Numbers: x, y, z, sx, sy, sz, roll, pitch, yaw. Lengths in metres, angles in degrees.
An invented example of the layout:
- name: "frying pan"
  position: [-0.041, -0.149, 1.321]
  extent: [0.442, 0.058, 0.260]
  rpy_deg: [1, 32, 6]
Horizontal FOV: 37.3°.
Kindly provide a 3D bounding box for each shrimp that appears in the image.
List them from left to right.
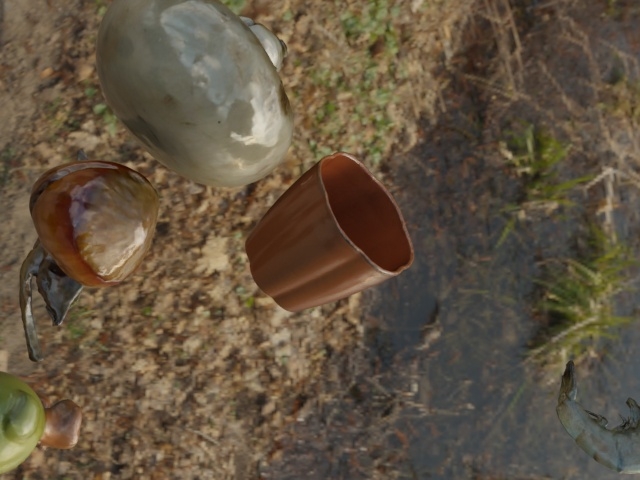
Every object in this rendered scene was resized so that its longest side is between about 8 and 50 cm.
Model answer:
- name: "shrimp"
  position: [0.355, 0.174, 1.085]
  extent: [0.195, 0.148, 0.035]
  rpy_deg: [-35, 141, -25]

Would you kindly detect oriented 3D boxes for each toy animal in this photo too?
- name: "toy animal"
  position: [-0.619, 0.322, 1.698]
  extent: [0.338, 0.216, 0.191]
  rpy_deg: [33, 72, -49]

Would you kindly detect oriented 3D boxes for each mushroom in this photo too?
- name: "mushroom"
  position: [-0.179, -0.264, 1.515]
  extent: [0.294, 0.362, 0.362]
  rpy_deg: [-44, 114, -18]

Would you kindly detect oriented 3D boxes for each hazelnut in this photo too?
- name: "hazelnut"
  position: [-0.306, -0.032, 1.306]
  extent: [0.182, 0.182, 0.182]
  rpy_deg: [7, 80, -41]

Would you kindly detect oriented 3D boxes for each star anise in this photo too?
- name: "star anise"
  position: [-0.442, 0.012, 1.623]
  extent: [0.109, 0.292, 0.349]
  rpy_deg: [19, 115, -17]

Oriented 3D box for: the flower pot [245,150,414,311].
- name: "flower pot"
  position: [0.000, 0.000, 1.267]
  extent: [0.191, 0.173, 0.190]
  rpy_deg: [39, 33, -32]
